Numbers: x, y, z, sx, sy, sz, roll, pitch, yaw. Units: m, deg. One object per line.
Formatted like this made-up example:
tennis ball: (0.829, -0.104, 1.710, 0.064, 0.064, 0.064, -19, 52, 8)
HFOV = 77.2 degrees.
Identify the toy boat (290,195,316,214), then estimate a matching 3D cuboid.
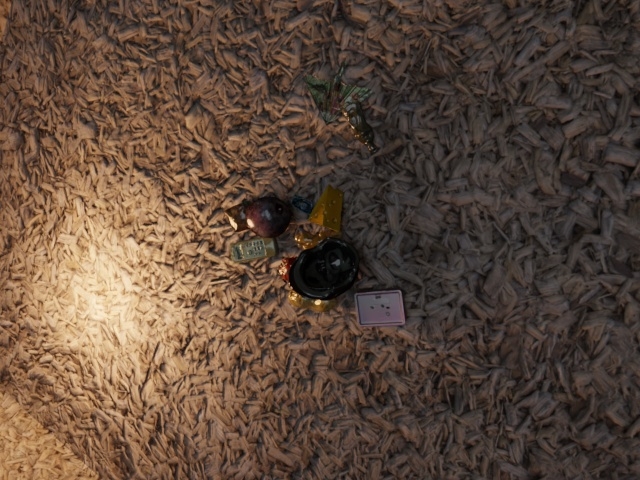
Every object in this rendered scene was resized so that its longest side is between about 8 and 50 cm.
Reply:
toy boat: (-0.065, -0.148, 1.725, 0.137, 0.061, 0.060, 29, 103, 14)

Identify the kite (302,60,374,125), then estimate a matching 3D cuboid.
kite: (0.064, -0.611, 1.670, 0.323, 0.013, 0.267, 17, 101, 14)

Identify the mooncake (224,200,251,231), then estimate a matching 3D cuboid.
mooncake: (-0.362, -0.104, 1.823, 0.130, 0.073, 0.125, -22, 89, 21)

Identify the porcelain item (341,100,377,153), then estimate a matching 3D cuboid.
porcelain item: (0.165, -0.449, 1.624, 0.081, 0.069, 0.215, -26, 94, 16)

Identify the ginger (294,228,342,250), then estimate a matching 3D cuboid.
ginger: (-0.004, 0.013, 1.710, 0.206, 0.081, 0.115, -7, 88, 15)

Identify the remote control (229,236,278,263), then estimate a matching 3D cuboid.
remote control: (-0.306, 0.040, 1.834, 0.234, 0.038, 0.097, -11, 90, 20)

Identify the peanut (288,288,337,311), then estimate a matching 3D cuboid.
peanut: (-0.034, 0.252, 1.725, 0.230, 0.103, 0.098, 7, 94, 20)

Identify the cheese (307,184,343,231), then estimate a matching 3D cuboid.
cheese: (0.038, -0.137, 1.661, 0.126, 0.093, 0.171, 18, 87, 56)

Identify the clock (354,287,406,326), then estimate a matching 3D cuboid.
clock: (0.247, 0.274, 1.654, 0.198, 0.063, 0.149, -8, 92, 19)

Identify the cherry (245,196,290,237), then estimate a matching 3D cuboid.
cherry: (-0.218, -0.103, 1.706, 0.195, 0.195, 0.194, 2, 95, 18)

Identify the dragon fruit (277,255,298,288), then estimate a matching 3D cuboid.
dragon fruit: (-0.117, 0.126, 1.743, 0.142, 0.130, 0.121, -25, 119, 18)

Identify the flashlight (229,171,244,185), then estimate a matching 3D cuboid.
flashlight: (-0.384, -0.283, 1.842, 0.083, 0.018, 0.018, -38, 81, 17)

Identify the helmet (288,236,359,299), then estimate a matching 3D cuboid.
helmet: (0.021, 0.139, 1.629, 0.306, 0.177, 0.225, -33, 63, -9)
